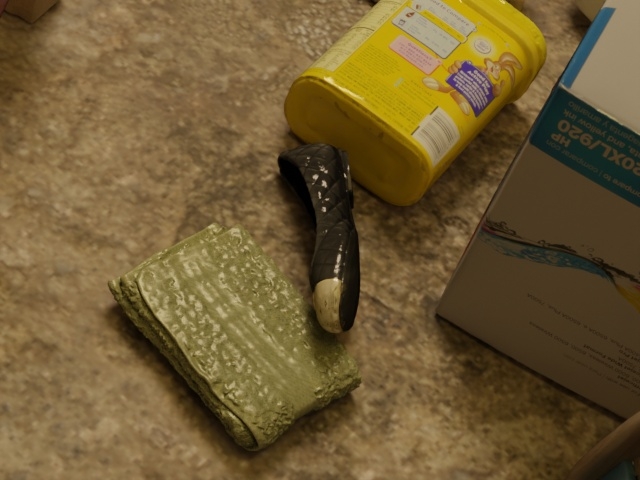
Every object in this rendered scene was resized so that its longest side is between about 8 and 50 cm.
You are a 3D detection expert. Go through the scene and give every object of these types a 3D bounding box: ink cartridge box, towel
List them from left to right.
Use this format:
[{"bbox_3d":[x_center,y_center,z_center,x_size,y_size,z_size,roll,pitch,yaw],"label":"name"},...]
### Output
[{"bbox_3d":[-0.052,0.057,1.131,0.110,0.027,0.148,-29,68,-38],"label":"towel"},{"bbox_3d":[0.209,-0.031,1.170,0.168,0.232,0.171,29,49,5],"label":"ink cartridge box"}]

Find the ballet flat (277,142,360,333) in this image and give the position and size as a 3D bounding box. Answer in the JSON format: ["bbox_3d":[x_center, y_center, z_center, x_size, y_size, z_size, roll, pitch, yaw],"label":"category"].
[{"bbox_3d":[0.000,0.000,1.180,0.049,0.057,0.173,-5,40,0],"label":"ballet flat"}]

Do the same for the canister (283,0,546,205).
[{"bbox_3d":[0.067,-0.114,1.286,0.126,0.073,0.170,37,50,8],"label":"canister"}]

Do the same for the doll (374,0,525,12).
[{"bbox_3d":[0.073,-0.231,1.398,0.189,0.046,0.129,19,58,1],"label":"doll"}]

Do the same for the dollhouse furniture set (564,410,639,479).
[{"bbox_3d":[0.118,0.145,0.958,0.303,0.286,0.198,16,48,-25],"label":"dollhouse furniture set"}]

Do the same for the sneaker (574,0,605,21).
[{"bbox_3d":[0.296,-0.121,1.363,0.290,0.106,0.123,35,61,15],"label":"sneaker"}]

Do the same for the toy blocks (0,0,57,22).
[{"bbox_3d":[-0.250,-0.310,1.185,0.288,0.260,0.309,33,49,5],"label":"toy blocks"}]
